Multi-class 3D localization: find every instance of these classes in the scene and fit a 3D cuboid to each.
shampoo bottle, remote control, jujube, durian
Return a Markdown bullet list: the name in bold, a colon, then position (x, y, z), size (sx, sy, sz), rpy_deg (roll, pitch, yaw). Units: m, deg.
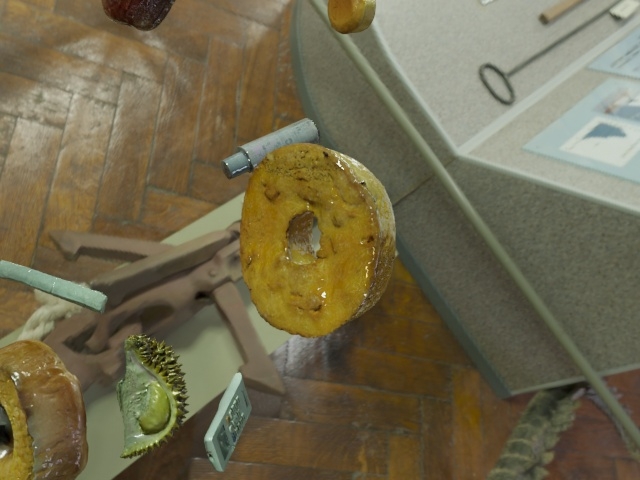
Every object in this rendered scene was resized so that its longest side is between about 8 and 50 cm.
- **shampoo bottle**: position (-0.106, -0.189, 1.439), size (0.214, 0.072, 0.072), rpy_deg (-27, 85, -20)
- **remote control**: position (-0.136, 0.263, 1.010), size (0.162, 0.029, 0.061), rpy_deg (-64, 142, -65)
- **jujube**: position (-0.387, -0.593, 1.533), size (0.183, 0.183, 0.243), rpy_deg (14, 99, -25)
- **durian**: position (-0.393, 0.346, 1.608), size (0.166, 0.172, 0.306), rpy_deg (-5, 108, -14)

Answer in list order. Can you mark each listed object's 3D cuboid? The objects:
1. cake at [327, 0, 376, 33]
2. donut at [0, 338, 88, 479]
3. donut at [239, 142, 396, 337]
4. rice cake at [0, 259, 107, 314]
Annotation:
- **cake**: position (0.049, -0.377, 1.112), size (0.044, 0.084, 0.084), rpy_deg (-12, 76, -41)
- **donut**: position (-0.609, 0.368, 1.420), size (0.317, 0.299, 0.150), rpy_deg (51, 27, 14)
- **donut**: position (0.000, -0.003, 1.002), size (0.108, 0.277, 0.278), rpy_deg (-5, 72, -47)
- **rice cake**: position (-0.598, 0.103, 1.536), size (0.245, 0.042, 0.045), rpy_deg (23, 68, -16)
